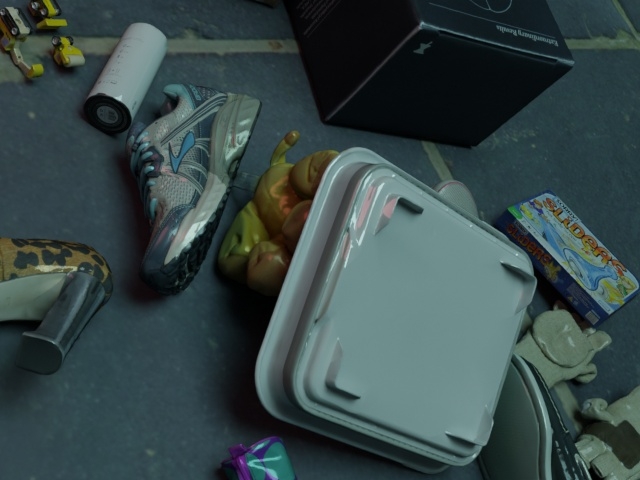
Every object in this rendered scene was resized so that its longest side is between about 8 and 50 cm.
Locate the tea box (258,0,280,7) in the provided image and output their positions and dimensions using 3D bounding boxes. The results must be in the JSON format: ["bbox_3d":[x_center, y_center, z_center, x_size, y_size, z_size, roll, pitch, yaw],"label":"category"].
[{"bbox_3d":[-0.084,-0.539,1.283,0.220,0.329,0.323,10,56,-36],"label":"tea box"}]

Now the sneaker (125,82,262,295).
[{"bbox_3d":[-0.156,-0.061,1.067,0.122,0.110,0.283,20,45,-5],"label":"sneaker"}]

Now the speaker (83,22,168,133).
[{"bbox_3d":[-0.213,-0.182,1.119,0.055,0.055,0.136,32,44,-18],"label":"speaker"}]

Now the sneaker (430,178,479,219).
[{"bbox_3d":[0.189,0.021,1.270,0.103,0.111,0.252,19,50,-30],"label":"sneaker"}]

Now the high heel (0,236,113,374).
[{"bbox_3d":[-0.317,0.015,0.897,0.261,0.093,0.186,27,23,-7],"label":"high heel"}]

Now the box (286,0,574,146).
[{"bbox_3d":[0.124,-0.362,1.417,0.294,0.212,0.395,5,57,-38],"label":"box"}]

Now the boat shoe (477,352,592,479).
[{"bbox_3d":[0.253,0.274,1.152,0.091,0.114,0.302,4,70,-37],"label":"boat shoe"}]

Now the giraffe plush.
[{"bbox_3d":[0.000,0.000,1.118,0.170,0.181,0.210,36,8,-29],"label":"giraffe plush"}]

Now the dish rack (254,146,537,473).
[{"bbox_3d":[0.103,0.086,1.046,0.333,0.072,0.285,28,78,-39],"label":"dish rack"}]

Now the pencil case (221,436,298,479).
[{"bbox_3d":[-0.041,0.262,0.937,0.070,0.065,0.151,21,43,-62],"label":"pencil case"}]

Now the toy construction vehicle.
[{"bbox_3d":[-0.306,-0.220,1.091,0.098,0.035,0.086,57,32,5],"label":"toy construction vehicle"}]

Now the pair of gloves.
[{"bbox_3d":[0.352,0.202,1.330,0.240,0.042,0.204,49,47,7],"label":"pair of gloves"}]

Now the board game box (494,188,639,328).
[{"bbox_3d":[0.355,0.021,1.437,0.201,0.035,0.136,48,38,16],"label":"board game box"}]
